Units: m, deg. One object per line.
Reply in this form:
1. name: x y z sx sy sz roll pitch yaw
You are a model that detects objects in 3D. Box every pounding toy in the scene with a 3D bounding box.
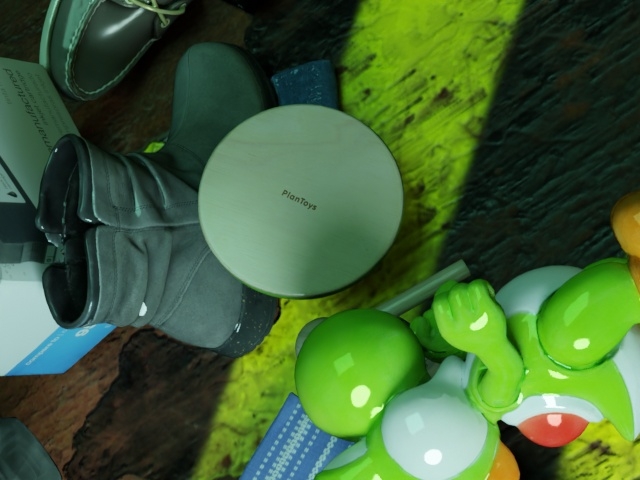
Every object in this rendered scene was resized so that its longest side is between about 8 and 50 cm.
1. pounding toy: 0.000 0.000 1.551 0.183 0.110 0.237 -33 73 -9

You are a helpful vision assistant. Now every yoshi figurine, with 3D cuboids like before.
1. yoshi figurine: 0.122 0.075 1.371 0.362 0.203 0.203 -36 37 8

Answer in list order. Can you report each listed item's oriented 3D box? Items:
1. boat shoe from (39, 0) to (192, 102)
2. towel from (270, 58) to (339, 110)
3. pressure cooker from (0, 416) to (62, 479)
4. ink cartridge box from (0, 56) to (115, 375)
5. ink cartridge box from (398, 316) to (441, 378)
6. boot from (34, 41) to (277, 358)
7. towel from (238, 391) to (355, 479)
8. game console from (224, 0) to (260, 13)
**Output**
1. boat shoe: -0.173 -0.279 1.770 0.097 0.116 0.324 24 79 45
2. towel: -0.012 -0.115 1.651 0.067 0.029 0.119 -17 62 25
3. pressure cooker: -0.426 0.312 1.512 0.370 0.420 0.375 4 81 0
4. ink cartridge box: -0.377 -0.031 1.575 0.166 0.395 0.285 -40 68 25
5. ink cartridge box: 0.078 0.111 1.498 0.048 0.028 0.083 -46 53 7
6. boot: -0.151 -0.066 1.586 0.118 0.223 0.338 -32 54 39
7. towel: 0.045 0.285 1.430 0.336 0.040 0.243 21 76 39
8. game console: -0.069 -0.300 1.743 0.071 0.107 0.122 31 89 9
